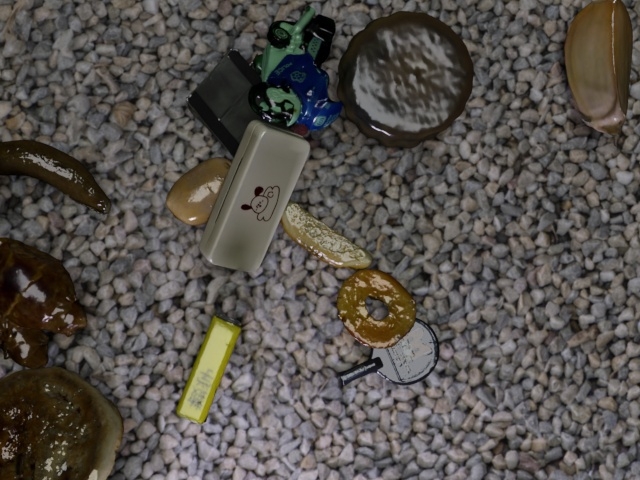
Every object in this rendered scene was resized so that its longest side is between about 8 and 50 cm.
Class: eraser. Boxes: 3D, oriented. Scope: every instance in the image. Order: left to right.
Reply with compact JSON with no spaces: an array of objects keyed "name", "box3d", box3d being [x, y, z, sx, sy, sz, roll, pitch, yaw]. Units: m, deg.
[{"name":"eraser","box3d":[-0.231,0.267,1.678,0.069,0.158,0.226,21,84,-4]}]

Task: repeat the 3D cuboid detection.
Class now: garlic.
[{"name":"garlic","box3d":[0.619,-0.359,1.777,0.151,0.196,0.338,1,87,12]}]

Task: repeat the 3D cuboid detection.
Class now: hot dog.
[{"name":"hot dog","box3d":[0.000,0.000,1.755,0.242,0.084,0.073,34,87,-1]}]

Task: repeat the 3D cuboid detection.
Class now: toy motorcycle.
[{"name":"toy motorcycle","box3d":[-0.041,-0.348,1.687,0.196,0.125,0.331,22,48,-13]}]

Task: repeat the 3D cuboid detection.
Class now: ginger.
[{"name":"ginger","box3d":[-0.662,0.133,1.663,0.357,0.152,0.274,-3,85,-3]}]

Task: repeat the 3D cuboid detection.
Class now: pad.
[{"name":"pad","box3d":[-0.173,-0.283,1.746,0.174,0.022,0.233,-46,76,15]}]

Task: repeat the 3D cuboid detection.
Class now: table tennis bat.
[{"name":"table tennis bat","box3d":[0.151,0.259,1.772,0.236,0.027,0.150,-23,85,-8]}]

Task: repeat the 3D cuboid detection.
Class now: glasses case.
[{"name":"glasses case","box3d":[-0.140,-0.090,1.688,0.131,0.070,0.313,15,106,-37]}]

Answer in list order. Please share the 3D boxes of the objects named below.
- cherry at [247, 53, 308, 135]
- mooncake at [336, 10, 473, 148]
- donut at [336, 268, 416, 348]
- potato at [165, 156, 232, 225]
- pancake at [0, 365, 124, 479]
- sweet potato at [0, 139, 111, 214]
[{"name":"cherry","box3d":[-0.100,-0.312,1.783,0.225,0.090,0.107,48,120,24]},{"name":"mooncake","box3d":[0.177,-0.344,1.758,0.290,0.161,0.290,0,87,-5]},{"name":"donut","box3d":[0.118,0.152,1.750,0.162,0.065,0.178,-35,77,-13]},{"name":"potato","box3d":[-0.246,-0.104,1.734,0.178,0.109,0.118,-35,65,-6]},{"name":"pancake","box3d":[-0.571,0.410,1.605,0.356,0.065,0.356,-3,58,5]},{"name":"sweet potato","box3d":[-0.581,-0.145,1.736,0.285,0.085,0.112,25,118,-12]}]
